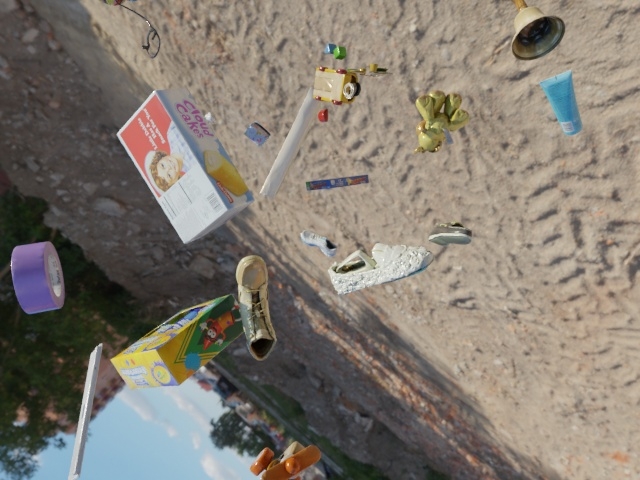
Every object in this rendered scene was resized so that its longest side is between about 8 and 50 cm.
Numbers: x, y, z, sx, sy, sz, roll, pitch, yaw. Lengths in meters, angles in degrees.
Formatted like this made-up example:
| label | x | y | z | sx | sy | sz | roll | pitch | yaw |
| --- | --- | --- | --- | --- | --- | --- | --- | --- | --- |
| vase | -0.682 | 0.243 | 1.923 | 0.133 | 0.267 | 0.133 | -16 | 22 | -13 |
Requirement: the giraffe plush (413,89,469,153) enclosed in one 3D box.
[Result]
| label | x | y | z | sx | sy | sz | roll | pitch | yaw |
| --- | --- | --- | --- | --- | --- | --- | --- | --- | --- |
| giraffe plush | 0.389 | -0.377 | 1.659 | 0.181 | 0.210 | 0.170 | 4 | 161 | -7 |

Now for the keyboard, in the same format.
| label | x | y | z | sx | sy | sz | roll | pitch | yaw |
| --- | --- | --- | --- | --- | --- | --- | --- | --- | --- |
| keyboard | -0.468 | 0.338 | 0.975 | 0.014 | 0.256 | 0.072 | 15 | 143 | -28 |

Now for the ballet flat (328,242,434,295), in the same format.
| label | x | y | z | sx | sy | sz | roll | pitch | yaw |
| --- | --- | --- | --- | --- | --- | --- | --- | --- | --- |
| ballet flat | 0.180 | 0.085 | 1.661 | 0.409 | 0.147 | 0.147 | -24 | 116 | 39 |

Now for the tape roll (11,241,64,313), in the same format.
| label | x | y | z | sx | sy | sz | roll | pitch | yaw |
| --- | --- | --- | --- | --- | --- | --- | --- | --- | --- |
| tape roll | -0.770 | 0.101 | 1.342 | 0.189 | 0.080 | 0.189 | 169 | 90 | -74 |

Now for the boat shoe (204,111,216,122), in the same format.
| label | x | y | z | sx | sy | sz | roll | pitch | yaw |
| --- | --- | --- | --- | --- | --- | --- | --- | --- | --- |
| boat shoe | -0.356 | -0.386 | 1.556 | 0.035 | 0.035 | 0.100 | 53 | 178 | -26 |

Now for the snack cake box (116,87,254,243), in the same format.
| label | x | y | z | sx | sy | sz | roll | pitch | yaw |
| --- | --- | --- | --- | --- | --- | --- | --- | --- | --- |
| snack cake box | -0.268 | -0.146 | 0.971 | 0.152 | 0.089 | 0.264 | -31 | 91 | 35 |

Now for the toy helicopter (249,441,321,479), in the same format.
| label | x | y | z | sx | sy | sz | roll | pitch | yaw |
| --- | --- | --- | --- | --- | --- | --- | --- | --- | --- |
| toy helicopter | -0.128 | 0.679 | 1.321 | 0.140 | 0.355 | 0.235 | 42 | 116 | 3 |

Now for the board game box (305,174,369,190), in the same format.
| label | x | y | z | sx | sy | sz | roll | pitch | yaw |
| --- | --- | --- | --- | --- | --- | --- | --- | --- | --- |
| board game box | 0.064 | -0.218 | 1.838 | 0.136 | 0.201 | 0.035 | 2 | 102 | 49 |

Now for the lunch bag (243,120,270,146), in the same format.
| label | x | y | z | sx | sy | sz | roll | pitch | yaw |
| --- | --- | --- | --- | --- | --- | --- | --- | --- | --- |
| lunch bag | -0.205 | -0.353 | 1.613 | 0.071 | 0.053 | 0.083 | 40 | -160 | -8 |

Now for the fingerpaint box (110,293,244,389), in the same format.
| label | x | y | z | sx | sy | sz | roll | pitch | yaw |
| --- | --- | --- | --- | --- | --- | --- | --- | --- | --- |
| fingerpaint box | -0.553 | 0.400 | 1.921 | 0.444 | 0.371 | 0.163 | -21 | 102 | 46 |

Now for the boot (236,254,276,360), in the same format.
| label | x | y | z | sx | sy | sz | roll | pitch | yaw |
| --- | --- | --- | --- | --- | --- | --- | --- | --- | --- |
| boot | -0.183 | 0.194 | 1.405 | 0.203 | 0.095 | 0.262 | -115 | 27 | -49 |

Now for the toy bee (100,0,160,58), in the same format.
| label | x | y | z | sx | sy | sz | roll | pitch | yaw |
| --- | --- | --- | --- | --- | --- | --- | --- | --- | --- |
| toy bee | -0.409 | -0.546 | 0.977 | 0.195 | 0.162 | 0.298 | -41 | 61 | 40 |

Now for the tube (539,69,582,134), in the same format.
| label | x | y | z | sx | sy | sz | roll | pitch | yaw |
| --- | --- | --- | --- | --- | --- | --- | --- | --- | --- |
| tube | 0.683 | -0.382 | 1.371 | 0.080 | 0.052 | 0.207 | -21 | 136 | 28 |

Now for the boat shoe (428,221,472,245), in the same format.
| label | x | y | z | sx | sy | sz | roll | pitch | yaw |
| --- | --- | --- | --- | --- | --- | --- | --- | --- | --- |
| boat shoe | 0.415 | -0.028 | 1.556 | 0.081 | 0.069 | 0.228 | 24 | 172 | -11 |

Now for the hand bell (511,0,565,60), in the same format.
| label | x | y | z | sx | sy | sz | roll | pitch | yaw |
| --- | --- | --- | --- | --- | --- | --- | --- | --- | --- |
| hand bell | 0.506 | -0.585 | 1.231 | 0.126 | 0.126 | 0.242 | 80 | -179 | -60 |

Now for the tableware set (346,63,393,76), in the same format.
| label | x | y | z | sx | sy | sz | roll | pitch | yaw |
| --- | --- | --- | --- | --- | --- | --- | --- | --- | --- |
| tableware set | 0.140 | -0.500 | 1.431 | 0.154 | 0.104 | 0.024 | -136 | 50 | -68 |

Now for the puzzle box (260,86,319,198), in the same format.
| label | x | y | z | sx | sy | sz | roll | pitch | yaw |
| --- | --- | --- | --- | --- | --- | --- | --- | --- | --- |
| puzzle box | -0.105 | -0.348 | 1.808 | 0.052 | 0.409 | 0.272 | 26 | -174 | -6 |

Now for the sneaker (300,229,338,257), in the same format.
| label | x | y | z | sx | sy | sz | roll | pitch | yaw |
| --- | --- | --- | --- | --- | --- | --- | --- | --- | --- |
| sneaker | 0.000 | 0.000 | 2.223 | 0.190 | 0.071 | 0.083 | 28 | 153 | -1 |

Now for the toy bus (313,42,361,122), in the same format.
| label | x | y | z | sx | sy | sz | roll | pitch | yaw |
| --- | --- | --- | --- | --- | --- | --- | --- | --- | --- |
| toy bus | 0.063 | -0.455 | 1.446 | 0.191 | 0.104 | 0.202 | -41 | 60 | 52 |
